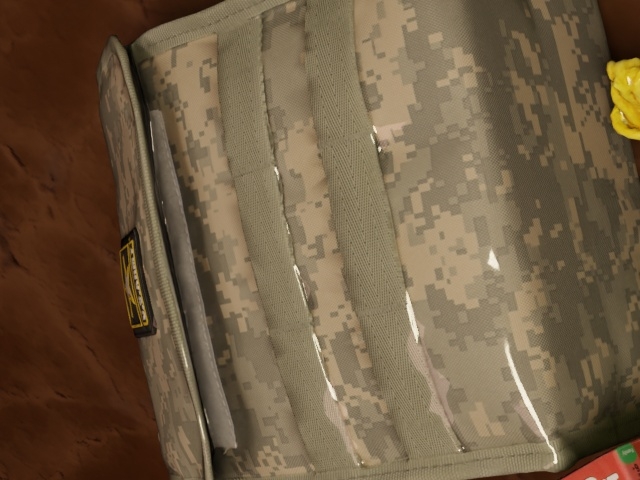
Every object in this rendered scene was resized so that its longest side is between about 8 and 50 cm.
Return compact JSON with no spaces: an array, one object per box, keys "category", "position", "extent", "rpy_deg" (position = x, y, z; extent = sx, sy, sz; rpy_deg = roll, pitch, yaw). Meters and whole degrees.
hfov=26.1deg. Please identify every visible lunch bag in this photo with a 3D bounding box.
[{"category":"lunch bag","position":[0.000,0.000,0.669],"extent":[0.287,0.169,0.235],"rpy_deg":[-15,85,39]}]

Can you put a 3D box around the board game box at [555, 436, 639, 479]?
[{"category":"board game box","position":[0.176,0.097,0.630],"extent":[0.145,0.281,0.027],"rpy_deg":[-42,68,46]}]

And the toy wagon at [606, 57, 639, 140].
[{"category":"toy wagon","position":[0.270,-0.049,0.501],"extent":[0.344,0.068,0.267],"rpy_deg":[-7,151,35]}]
